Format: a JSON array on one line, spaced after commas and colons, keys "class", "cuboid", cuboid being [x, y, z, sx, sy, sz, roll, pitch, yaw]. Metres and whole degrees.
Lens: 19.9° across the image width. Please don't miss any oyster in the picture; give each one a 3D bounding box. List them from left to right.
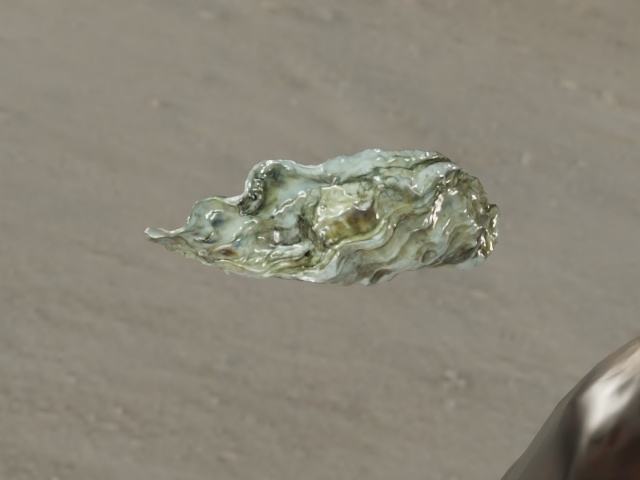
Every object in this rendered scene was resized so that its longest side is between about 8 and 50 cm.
[{"class": "oyster", "cuboid": [0.000, 0.000, 0.568, 0.100, 0.037, 0.098, -11, -10, 15]}]

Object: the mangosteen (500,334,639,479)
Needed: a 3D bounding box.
[{"class": "mangosteen", "cuboid": [0.154, 0.119, 0.435, 0.231, 0.231, 0.289, 26, 15, 34]}]
